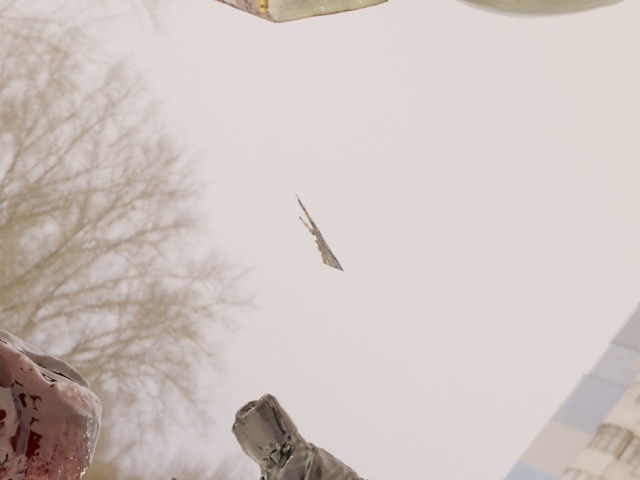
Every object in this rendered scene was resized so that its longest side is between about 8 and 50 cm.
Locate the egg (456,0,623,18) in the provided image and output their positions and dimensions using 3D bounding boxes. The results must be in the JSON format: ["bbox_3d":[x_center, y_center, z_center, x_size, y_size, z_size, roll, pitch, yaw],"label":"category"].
[{"bbox_3d":[0.167,-0.283,0.555,0.258,0.352,0.258,48,-6,7],"label":"egg"}]

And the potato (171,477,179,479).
[{"bbox_3d":[-0.006,0.161,0.275,0.172,0.089,0.101,38,18,-18],"label":"potato"}]

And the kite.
[{"bbox_3d":[0.000,0.000,0.977,0.090,0.004,0.122,49,-11,41],"label":"kite"}]

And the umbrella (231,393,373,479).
[{"bbox_3d":[0.026,0.300,0.904,0.336,0.154,0.128,42,9,11],"label":"umbrella"}]

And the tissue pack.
[{"bbox_3d":[-0.039,-0.343,1.270,0.226,0.183,0.092,39,-43,53],"label":"tissue pack"}]

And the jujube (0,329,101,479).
[{"bbox_3d":[-0.423,0.250,1.085,0.258,0.376,0.258,41,-24,23],"label":"jujube"}]
